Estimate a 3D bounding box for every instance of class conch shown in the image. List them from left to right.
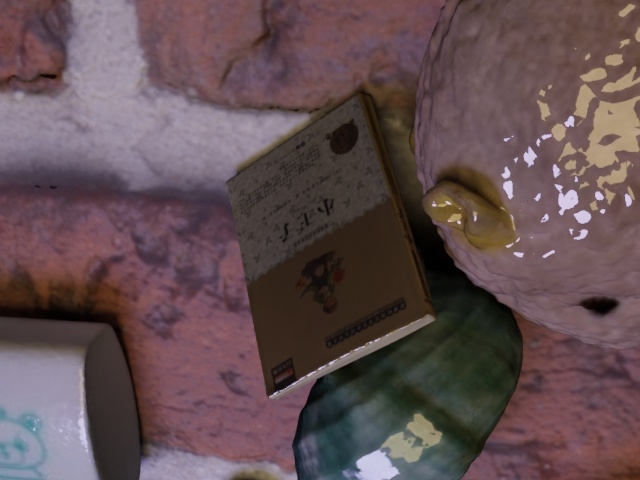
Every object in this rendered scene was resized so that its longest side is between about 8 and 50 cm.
[{"bbox_3d":[0.058,0.112,0.738,0.196,0.220,0.277,-21,98,-3],"label":"conch"}]

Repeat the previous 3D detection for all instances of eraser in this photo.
[{"bbox_3d":[-0.324,0.158,0.899,0.290,0.104,0.189,2,113,12],"label":"eraser"}]

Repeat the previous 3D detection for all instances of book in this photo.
[{"bbox_3d":[0.000,0.000,0.700,0.139,0.198,0.016,-31,143,24],"label":"book"}]

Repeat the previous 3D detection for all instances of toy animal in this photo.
[{"bbox_3d":[0.173,-0.083,0.605,0.227,0.188,0.358,9,118,3],"label":"toy animal"}]
